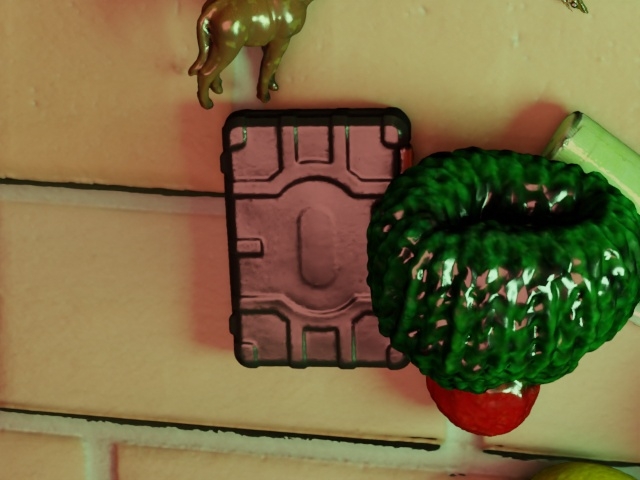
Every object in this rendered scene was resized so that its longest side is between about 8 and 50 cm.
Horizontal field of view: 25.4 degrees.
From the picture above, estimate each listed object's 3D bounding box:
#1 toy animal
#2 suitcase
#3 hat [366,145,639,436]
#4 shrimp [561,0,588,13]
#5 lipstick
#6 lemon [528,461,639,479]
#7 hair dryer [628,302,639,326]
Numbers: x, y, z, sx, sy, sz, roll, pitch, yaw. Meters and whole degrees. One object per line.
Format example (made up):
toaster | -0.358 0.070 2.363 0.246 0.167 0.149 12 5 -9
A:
toy animal | -0.025 -0.243 1.444 0.066 0.224 0.229 49 135 38
suitcase | 0.000 0.000 1.527 0.206 0.066 0.285 0 105 7
hat | 0.172 0.086 1.431 0.274 0.242 0.332 6 131 0
shrimp | 0.252 -0.284 1.445 0.059 0.023 0.108 -37 98 6
lipstick | 0.362 -0.020 1.472 0.304 0.076 0.076 37 106 -4
lemon | 0.280 0.325 1.520 0.203 0.178 0.178 18 106 15
hair dryer | 0.365 0.098 1.519 0.137 0.047 0.082 26 107 6
